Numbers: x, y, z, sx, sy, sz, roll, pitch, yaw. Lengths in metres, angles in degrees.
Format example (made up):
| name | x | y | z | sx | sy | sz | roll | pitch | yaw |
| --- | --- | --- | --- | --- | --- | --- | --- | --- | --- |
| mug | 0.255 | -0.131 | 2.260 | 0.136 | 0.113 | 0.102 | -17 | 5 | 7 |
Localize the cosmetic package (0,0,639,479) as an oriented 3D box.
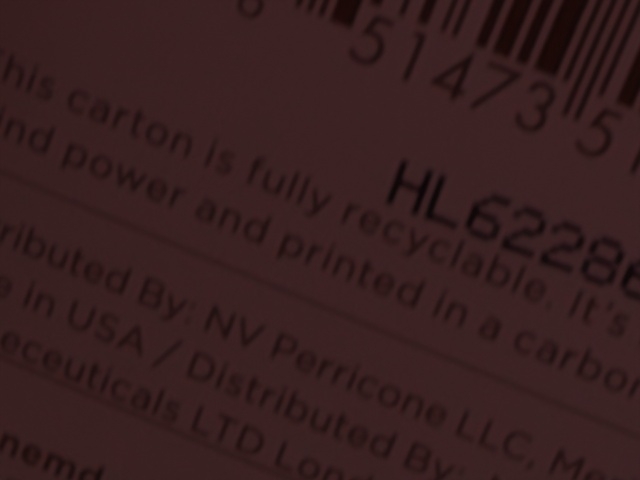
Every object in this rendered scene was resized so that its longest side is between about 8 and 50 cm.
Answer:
| name | x | y | z | sx | sy | sz | roll | pitch | yaw |
| --- | --- | --- | --- | --- | --- | --- | --- | --- | --- |
| cosmetic package | 0.072 | -0.037 | 0.516 | 0.394 | 0.329 | 0.327 | -55 | 166 | -77 |
